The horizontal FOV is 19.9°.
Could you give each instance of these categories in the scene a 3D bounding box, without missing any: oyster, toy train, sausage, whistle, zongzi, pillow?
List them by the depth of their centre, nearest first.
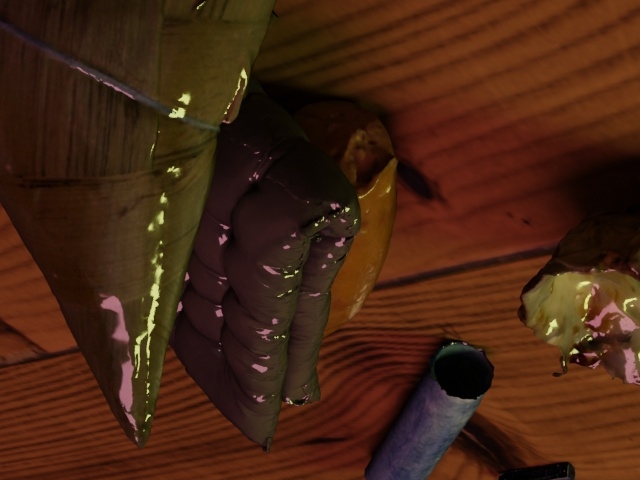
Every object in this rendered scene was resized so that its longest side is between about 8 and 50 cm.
[{"bbox_3d":[-0.208,-0.075,1.156,0.323,0.360,0.160,13,180,5],"label":"zongzi"},{"bbox_3d":[0.315,0.028,1.336,0.337,0.133,0.198,-5,169,16],"label":"oyster"},{"bbox_3d":[-0.079,-0.008,1.349,0.228,0.101,0.326,47,155,21],"label":"pillow"},{"bbox_3d":[0.002,-0.001,1.436,0.109,0.109,0.270,13,149,-2],"label":"sausage"},{"bbox_3d":[0.094,0.189,1.750,0.062,0.062,0.304,15,149,-5],"label":"whistle"},{"bbox_3d":[0.217,0.238,1.832,0.083,0.017,0.017,-14,148,35],"label":"toy train"}]
